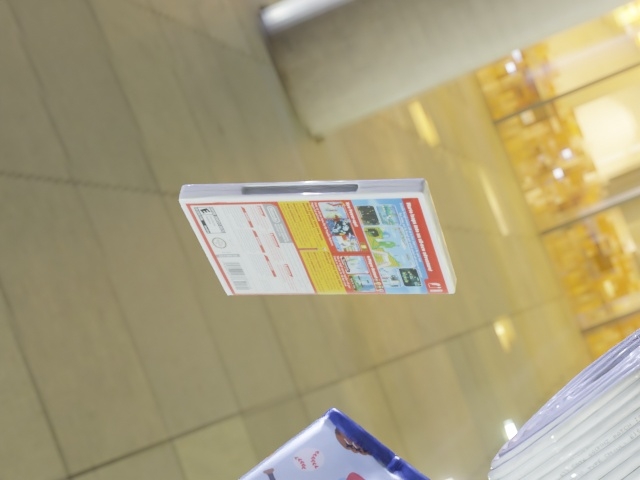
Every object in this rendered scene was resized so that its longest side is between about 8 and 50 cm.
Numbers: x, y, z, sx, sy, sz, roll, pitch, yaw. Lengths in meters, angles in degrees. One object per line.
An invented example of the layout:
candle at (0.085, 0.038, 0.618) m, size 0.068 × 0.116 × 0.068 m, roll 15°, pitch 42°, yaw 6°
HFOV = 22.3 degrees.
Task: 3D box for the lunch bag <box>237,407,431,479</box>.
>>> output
lunch bag at (-0.017, 0.418, 1.540) m, size 0.239 × 0.327 × 0.385 m, roll 36°, pitch -36°, yaw 36°

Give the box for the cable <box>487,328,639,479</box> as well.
cable at (0.255, 0.142, 1.350) m, size 0.089 × 0.257 × 0.257 m, roll 52°, pitch -22°, yaw 7°

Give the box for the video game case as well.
video game case at (0.000, 0.000, 1.878) m, size 0.204 × 0.285 × 0.025 m, roll 68°, pitch 27°, yaw -52°
